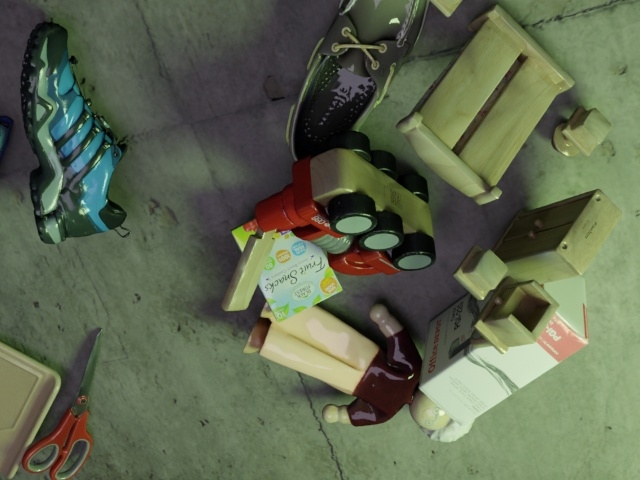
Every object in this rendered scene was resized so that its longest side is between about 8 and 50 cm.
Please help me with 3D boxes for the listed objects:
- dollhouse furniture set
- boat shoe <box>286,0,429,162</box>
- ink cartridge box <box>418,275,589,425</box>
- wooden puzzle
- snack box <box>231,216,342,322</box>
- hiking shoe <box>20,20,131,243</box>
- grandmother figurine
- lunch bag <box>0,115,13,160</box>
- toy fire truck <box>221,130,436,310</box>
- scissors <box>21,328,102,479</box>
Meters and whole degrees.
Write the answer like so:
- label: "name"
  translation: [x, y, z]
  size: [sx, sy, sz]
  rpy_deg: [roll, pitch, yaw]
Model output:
- label: "dollhouse furniture set"
  translation: [0.161, -0.088, 1.304]
  size: [0.355, 0.303, 0.174]
  rpy_deg: [43, 156, -11]
- label: "boat shoe"
  translation: [0.045, -0.218, 1.328]
  size: [0.109, 0.091, 0.305]
  rpy_deg: [27, 121, -4]
- label: "ink cartridge box"
  translation: [0.241, 0.123, 1.439]
  size: [0.092, 0.158, 0.218]
  rpy_deg: [41, 119, -13]
- label: "wooden puzzle"
  translation: [-0.553, 0.243, 1.739]
  size: [0.239, 0.044, 0.221]
  rpy_deg: [31, 111, 0]
- label: "snack box"
  translation: [-0.046, 0.026, 1.475]
  size: [0.100, 0.037, 0.141]
  rpy_deg: [-27, 95, -3]
- label: "hiking shoe"
  translation: [-0.331, -0.147, 1.463]
  size: [0.132, 0.113, 0.304]
  rpy_deg: [-7, 115, -18]
- label: "grandmother figurine"
  translation: [0.062, 0.191, 1.553]
  size: [0.342, 0.104, 0.208]
  rpy_deg: [26, 126, 0]
- label: "lunch bag"
  translation: [-0.546, -0.019, 1.495]
  size: [0.138, 0.221, 0.293]
  rpy_deg: [19, 121, 2]
- label: "toy fire truck"
  translation: [0.000, 0.000, 1.388]
  size: [0.246, 0.158, 0.217]
  rpy_deg: [-20, 150, 30]
- label: "scissors"
  translation: [-0.379, 0.267, 1.733]
  size: [0.109, 0.021, 0.297]
  rpy_deg: [19, 108, -39]
